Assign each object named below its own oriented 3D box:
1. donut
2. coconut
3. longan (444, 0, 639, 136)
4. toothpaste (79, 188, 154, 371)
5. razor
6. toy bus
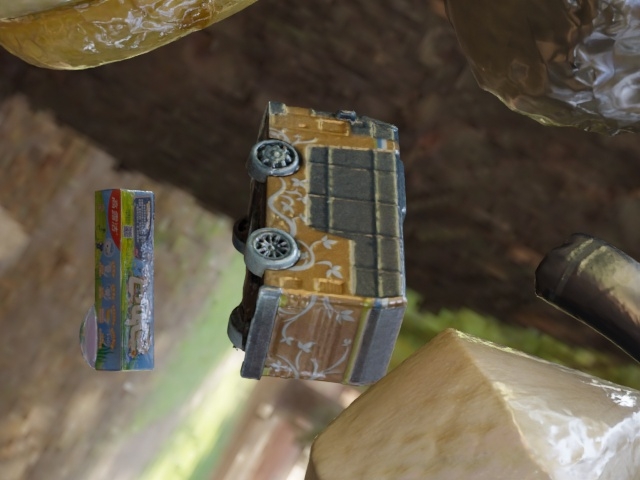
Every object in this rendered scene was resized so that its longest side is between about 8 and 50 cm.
[{"bbox_3d":[-0.138,-0.304,1.572,0.448,0.198,0.449,-20,-160,7],"label":"donut"},{"bbox_3d":[0.150,0.219,1.518,0.329,0.328,0.329,-60,177,-5],"label":"coconut"},{"bbox_3d":[0.345,-0.341,2.096,0.436,0.404,0.404,99,17,-45],"label":"longan"},{"bbox_3d":[-0.216,0.042,1.907,0.070,0.044,0.193,2,86,-50],"label":"toothpaste"},{"bbox_3d":[0.254,0.054,1.499,0.090,0.148,0.054,-33,153,-48],"label":"razor"},{"bbox_3d":[0.000,0.000,1.764,0.275,0.167,0.139,-91,-169,-45],"label":"toy bus"}]
